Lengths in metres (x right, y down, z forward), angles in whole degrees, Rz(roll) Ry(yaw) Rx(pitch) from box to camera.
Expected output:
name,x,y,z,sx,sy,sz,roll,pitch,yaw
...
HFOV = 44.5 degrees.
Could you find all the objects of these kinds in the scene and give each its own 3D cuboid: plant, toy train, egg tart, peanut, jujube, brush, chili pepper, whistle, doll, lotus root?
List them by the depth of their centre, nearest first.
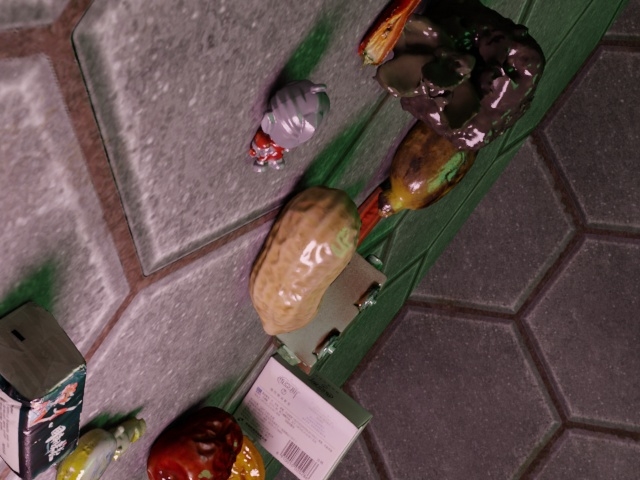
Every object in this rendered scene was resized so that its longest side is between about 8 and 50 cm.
name,x,y,z,sx,sy,sz,roll,pitch,yaw
doll,-0.040,-0.144,0.984,0.094,0.079,0.180,-12,157,-33
chili pepper,0.105,-0.313,1.100,0.045,0.027,0.178,34,95,-36
whistle,-0.336,0.318,1.204,0.104,0.057,0.198,-63,171,17
plant,0.222,-0.266,1.221,0.213,0.215,0.312,-54,163,18
peanut,-0.034,0.041,1.306,0.325,0.140,0.153,-64,179,43
jujube,-0.240,0.420,1.542,0.155,0.155,0.230,-62,170,31
lotus root,0.233,-0.163,1.633,0.314,0.141,0.169,-51,161,-4
brush,0.077,-0.025,1.674,0.323,0.051,0.070,-50,172,-23
egg tart,-0.224,0.523,1.778,0.202,0.203,0.147,-51,178,-9
toy train,0.028,0.165,1.809,0.326,0.129,0.159,-47,170,-21

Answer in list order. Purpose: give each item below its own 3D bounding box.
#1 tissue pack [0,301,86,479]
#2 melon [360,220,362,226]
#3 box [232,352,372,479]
name,x,y,z,sx,sy,sz,roll,pitch,yaw
tissue pack,-0.303,0.160,0.819,0.090,0.103,0.170,-32,155,-38
melon,0.000,0.000,1.468,0.209,0.064,0.118,-46,169,-15
box,-0.047,0.428,1.898,0.203,0.274,0.116,-58,163,16
